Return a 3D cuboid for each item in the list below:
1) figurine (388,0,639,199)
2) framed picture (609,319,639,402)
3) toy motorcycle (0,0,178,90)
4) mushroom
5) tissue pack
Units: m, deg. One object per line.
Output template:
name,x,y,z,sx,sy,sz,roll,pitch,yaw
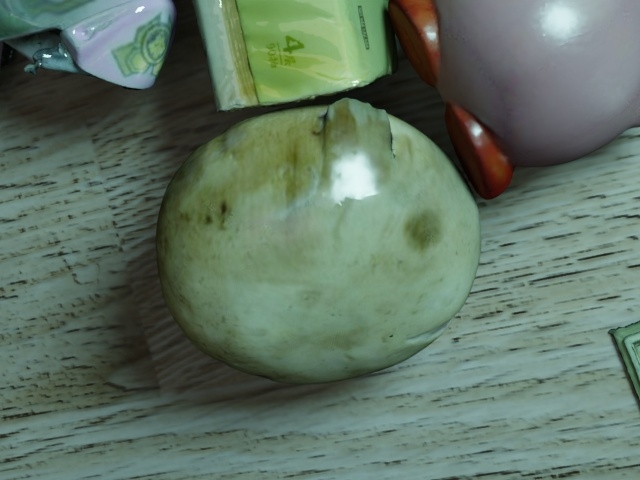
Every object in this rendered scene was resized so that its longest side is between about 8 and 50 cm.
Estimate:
figurine,0.155,-0.137,0.820,0.173,0.173,0.173,3,102,12
framed picture,0.402,0.125,0.891,0.293,0.018,0.231,-22,95,16
toy motorcycle,-0.228,-0.173,0.903,0.327,0.143,0.188,-22,81,30
mushroom,0.000,0.000,0.865,0.254,0.184,0.255,2,128,2
tissue pack,-0.027,-0.218,0.846,0.125,0.159,0.234,-9,99,15
